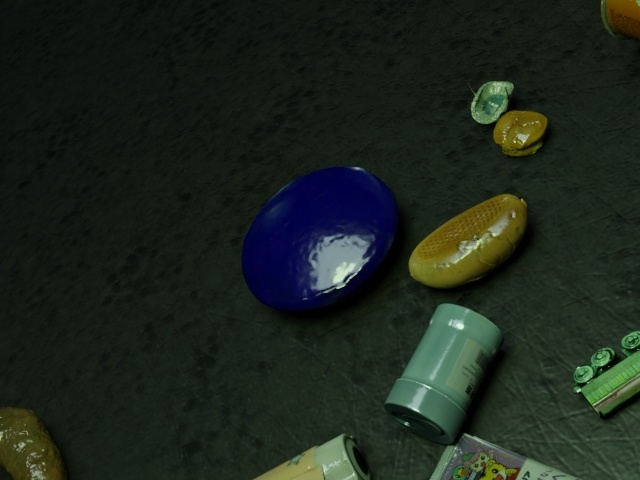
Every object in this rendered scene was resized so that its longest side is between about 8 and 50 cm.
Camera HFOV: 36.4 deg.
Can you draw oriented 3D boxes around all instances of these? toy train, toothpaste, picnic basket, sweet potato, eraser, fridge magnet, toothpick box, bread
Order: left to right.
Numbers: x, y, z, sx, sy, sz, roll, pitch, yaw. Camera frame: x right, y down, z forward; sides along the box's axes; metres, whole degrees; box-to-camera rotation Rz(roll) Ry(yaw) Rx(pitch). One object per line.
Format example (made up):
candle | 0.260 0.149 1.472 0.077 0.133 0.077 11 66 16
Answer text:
sweet potato | -0.487 0.330 1.564 0.341 0.092 0.114 29 90 46
eraser | -0.066 0.376 1.244 0.291 0.087 0.171 -30 46 10
fridge magnet | 0.000 0.000 1.498 0.266 0.112 0.265 -19 46 21
toothpick box | 0.160 0.171 1.251 0.101 0.101 0.153 13 62 41
bread | 0.213 0.008 1.374 0.189 0.077 0.114 -30 23 10
picnic basket | 0.271 -0.221 1.525 0.065 0.083 0.083 16 68 36
bread | 0.304 -0.164 1.480 0.081 0.046 0.083 -35 41 0
toothpaste | 0.243 0.298 1.118 0.299 0.073 0.114 7 58 47
toy train | 0.372 0.151 1.170 0.148 0.038 0.071 -35 42 5

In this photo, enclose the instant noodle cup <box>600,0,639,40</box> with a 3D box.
instant noodle cup | 0.539 -0.352 1.365 0.230 0.230 0.182 -42 51 -4
